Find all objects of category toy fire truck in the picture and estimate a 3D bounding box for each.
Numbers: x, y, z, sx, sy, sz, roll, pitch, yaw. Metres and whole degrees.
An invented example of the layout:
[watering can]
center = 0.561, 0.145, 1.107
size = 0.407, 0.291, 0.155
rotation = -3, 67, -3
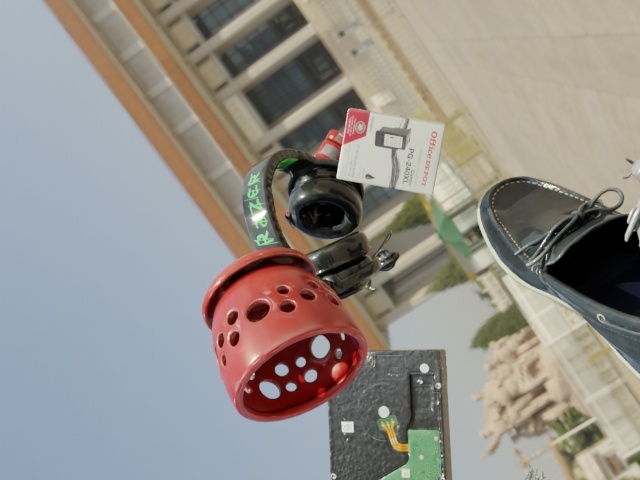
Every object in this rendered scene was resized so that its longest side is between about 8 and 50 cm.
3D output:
[toy fire truck]
center = -0.005, -0.110, 1.534
size = 0.047, 0.135, 0.192
rotation = 31, 162, 2

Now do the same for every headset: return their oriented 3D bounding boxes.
[headset]
center = 0.000, 0.000, 1.394
size = 0.394, 0.185, 0.243
rotation = 19, -126, -49

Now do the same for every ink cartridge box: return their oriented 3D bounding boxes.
[ink cartridge box]
center = 0.108, -0.136, 1.278
size = 0.063, 0.151, 0.109
rotation = -61, -20, -80

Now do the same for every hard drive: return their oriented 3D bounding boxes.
[hard drive]
center = 0.134, 0.383, 1.637
size = 0.064, 0.237, 0.338
rotation = 13, -107, -68

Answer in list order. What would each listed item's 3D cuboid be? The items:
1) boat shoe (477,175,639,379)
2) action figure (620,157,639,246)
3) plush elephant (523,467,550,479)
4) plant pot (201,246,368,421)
[boat shoe]
center = 0.379, 0.020, 1.165
size = 0.156, 0.187, 0.500
rotation = 61, 176, -37
[action figure]
center = 0.482, -0.039, 1.028
size = 0.285, 0.185, 0.099
rotation = 23, -155, -16
[plush elephant]
center = 0.435, 0.643, 1.609
size = 0.255, 0.330, 0.272
rotation = 32, 177, 15
[plant pot]
center = -0.059, 0.117, 1.113
size = 0.174, 0.191, 0.191
rotation = 56, -172, 35
